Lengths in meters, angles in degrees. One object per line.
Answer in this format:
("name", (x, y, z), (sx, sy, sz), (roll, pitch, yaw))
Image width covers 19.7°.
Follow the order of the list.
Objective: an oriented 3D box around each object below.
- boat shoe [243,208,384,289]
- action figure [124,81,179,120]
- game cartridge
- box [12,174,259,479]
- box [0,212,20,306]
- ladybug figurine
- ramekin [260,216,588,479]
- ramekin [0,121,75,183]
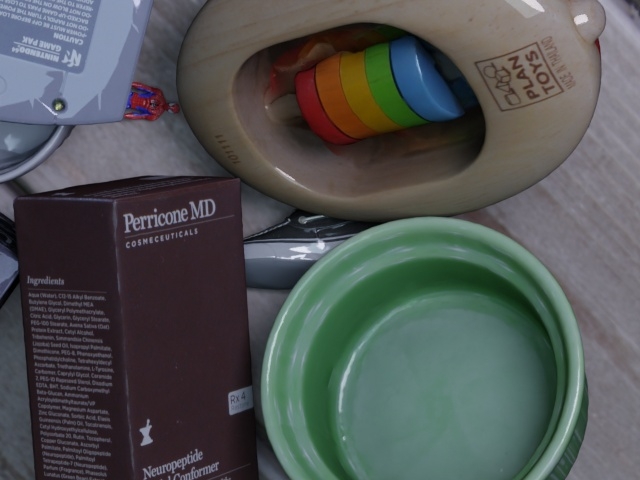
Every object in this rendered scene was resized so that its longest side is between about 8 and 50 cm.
("boat shoe", (0.000, 0.000, 1.834), (0.219, 0.078, 0.070), (-6, 64, 5))
("action figure", (-0.197, -0.141, 1.829), (0.115, 0.030, 0.038), (10, 91, -5))
("game cartridge", (-0.304, -0.210, 1.653), (0.294, 0.060, 0.196), (14, 91, -14))
("box", (-0.169, 0.134, 1.762), (0.143, 0.191, 0.381), (0, 99, 36))
("box", (-0.410, 0.064, 1.788), (0.163, 0.142, 0.247), (36, 94, -5))
("ladybug figurine", (0.072, -0.167, 1.690), (0.449, 0.162, 0.305), (-8, 128, 37))
("ramekin", (0.109, 0.142, 1.734), (0.303, 0.148, 0.303), (-5, 71, 16))
("ramekin", (-0.321, -0.156, 1.771), (0.207, 0.109, 0.207), (1, 95, 8))
